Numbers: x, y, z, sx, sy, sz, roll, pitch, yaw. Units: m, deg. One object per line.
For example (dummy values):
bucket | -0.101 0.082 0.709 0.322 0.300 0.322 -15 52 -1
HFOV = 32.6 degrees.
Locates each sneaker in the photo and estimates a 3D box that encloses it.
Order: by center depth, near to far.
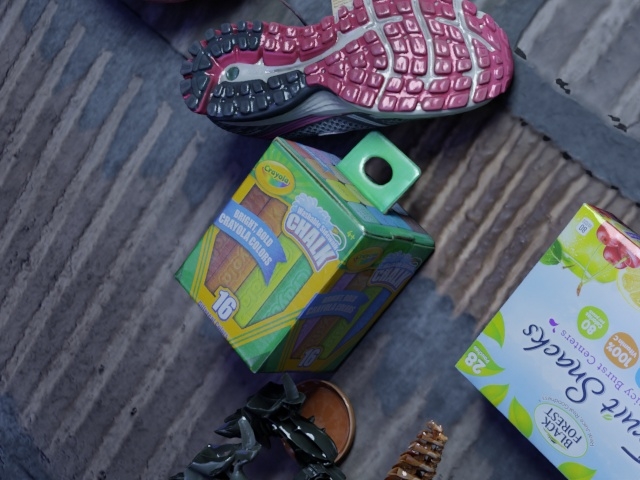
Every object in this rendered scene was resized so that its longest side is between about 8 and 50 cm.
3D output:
sneaker | 0.027 -0.154 1.000 0.299 0.112 0.120 0 76 19

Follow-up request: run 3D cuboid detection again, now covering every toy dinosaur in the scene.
toy dinosaur | -0.009 0.239 0.954 0.322 0.164 0.218 -43 89 14

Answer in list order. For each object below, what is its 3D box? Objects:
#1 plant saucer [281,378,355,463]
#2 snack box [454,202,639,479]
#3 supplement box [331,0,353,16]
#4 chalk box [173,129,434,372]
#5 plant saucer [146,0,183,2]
plant saucer | -0.003 0.173 1.032 0.084 0.013 0.083 -5 81 34
snack box | 0.236 0.103 0.846 0.207 0.070 0.174 46 109 30
supplement box | 0.042 -0.245 1.039 0.062 0.036 0.098 -14 76 31
chalk box | 0.000 0.000 0.980 0.132 0.132 0.213 46 109 28
plant saucer | -0.126 -0.405 1.144 0.332 0.084 0.332 -4 82 33
